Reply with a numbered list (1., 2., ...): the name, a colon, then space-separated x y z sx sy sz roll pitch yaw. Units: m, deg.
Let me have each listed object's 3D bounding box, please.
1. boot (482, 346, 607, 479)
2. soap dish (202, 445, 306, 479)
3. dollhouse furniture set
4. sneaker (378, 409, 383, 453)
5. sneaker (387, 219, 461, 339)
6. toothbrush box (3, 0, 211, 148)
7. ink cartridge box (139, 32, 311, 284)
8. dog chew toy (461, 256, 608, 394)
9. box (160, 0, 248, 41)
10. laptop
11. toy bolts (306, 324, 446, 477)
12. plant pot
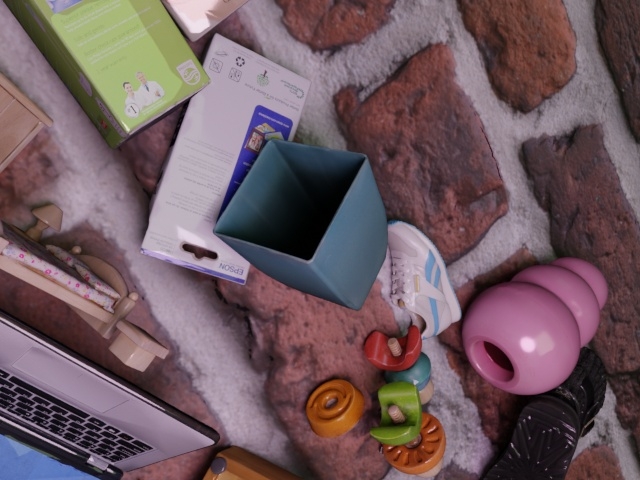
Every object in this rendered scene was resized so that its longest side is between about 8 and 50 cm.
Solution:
1. boot: 0.455 0.398 1.093 0.260 0.131 0.347 -24 136 -51
2. soap dish: -0.110 0.450 0.735 0.290 0.229 0.118 -60 148 -27
3. dollhouse furniture set: -0.312 -0.062 0.561 0.173 0.356 0.303 -54 151 -12
4. sneaker: 0.127 0.360 0.981 0.057 0.047 0.119 -29 104 -10
5. sneaker: 0.166 0.070 0.955 0.092 0.087 0.228 -33 104 -18
6. toothbrush box: -0.280 -0.266 0.651 0.122 0.206 0.283 -40 108 -18
7. ink cartridge box: -0.142 -0.115 0.807 0.165 0.065 0.332 21 82 -26
8. dog chew toy: 0.423 0.141 1.029 0.332 0.207 0.206 -30 106 -30
9. box: -0.207 -0.423 0.667 0.148 0.121 0.311 -38 124 0
10. laptop: -0.407 0.277 0.616 0.382 0.408 0.236 39 43 -23
11. toy bolts: 0.114 0.280 0.921 0.158 0.218 0.228 60 36 -29
12. plant pot: 0.000 0.000 0.795 0.165 0.166 0.234 -61 145 -20
